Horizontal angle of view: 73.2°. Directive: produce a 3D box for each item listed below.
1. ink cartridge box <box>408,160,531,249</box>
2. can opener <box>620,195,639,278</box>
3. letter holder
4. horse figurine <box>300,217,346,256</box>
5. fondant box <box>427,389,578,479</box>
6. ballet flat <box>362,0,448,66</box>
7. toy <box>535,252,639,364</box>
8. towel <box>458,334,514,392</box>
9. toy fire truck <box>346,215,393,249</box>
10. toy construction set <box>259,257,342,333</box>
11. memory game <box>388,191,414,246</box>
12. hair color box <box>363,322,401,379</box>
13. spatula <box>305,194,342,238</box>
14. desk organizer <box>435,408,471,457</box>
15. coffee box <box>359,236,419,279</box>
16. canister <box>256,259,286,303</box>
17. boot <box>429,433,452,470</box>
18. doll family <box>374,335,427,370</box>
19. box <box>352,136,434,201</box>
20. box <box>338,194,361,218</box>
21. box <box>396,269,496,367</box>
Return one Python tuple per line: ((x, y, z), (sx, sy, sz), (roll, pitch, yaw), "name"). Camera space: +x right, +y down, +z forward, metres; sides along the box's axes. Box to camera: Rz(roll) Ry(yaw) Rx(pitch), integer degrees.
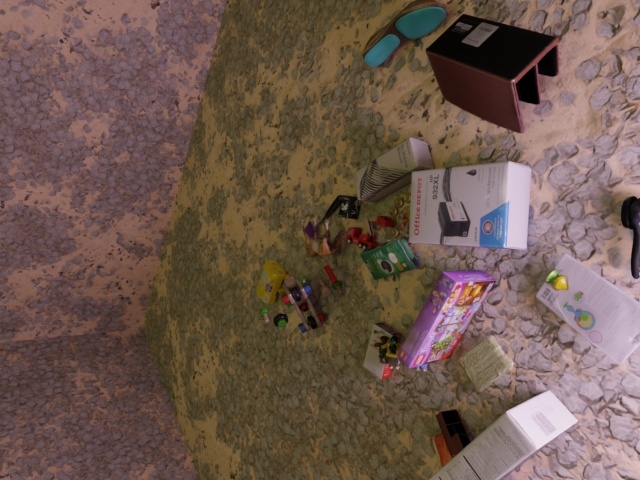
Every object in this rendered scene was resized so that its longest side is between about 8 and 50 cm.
((0.411, -0.093, 1.222), (0.308, 0.129, 0.223), (3, 91, 50), "ink cartridge box")
((0.704, -0.007, 0.937), (0.059, 0.073, 0.186), (-4, 87, 11), "can opener")
((0.471, -0.452, 1.179), (0.152, 0.214, 0.302), (-44, 48, 0), "letter holder")
((0.000, 0.000, 1.719), (0.263, 0.066, 0.174), (11, 111, 52), "horse figurine")
((0.442, 0.525, 1.066), (0.096, 0.238, 0.330), (54, 127, 35), "fondant box")
((0.277, -0.723, 1.454), (0.342, 0.116, 0.124), (-21, 53, 52), "ballet flat")
((0.636, 0.151, 0.998), (0.237, 0.056, 0.136), (50, 128, 45), "toy")
((0.463, 0.346, 1.215), (0.148, 0.027, 0.110), (-56, 48, 33), "towel")
((0.173, -0.036, 1.558), (0.192, 0.047, 0.135), (24, 110, 51), "toy fire truck")
((-0.070, 0.190, 1.743), (0.309, 0.257, 0.237), (-44, 41, 15), "toy construction set")
((0.296, -0.071, 1.449), (0.186, 0.012, 0.186), (-3, 86, 50), "memory game")
((0.213, 0.380, 1.492), (0.093, 0.053, 0.167), (26, 109, 48), "hair color box")
((0.008, -0.089, 1.781), (0.296, 0.030, 0.084), (-47, 52, 38), "spatula")
((0.386, 0.554, 1.246), (0.050, 0.047, 0.130), (-56, 27, 28), "desk organizer")
((0.231, 0.062, 1.463), (0.184, 0.040, 0.113), (-25, 99, 47), "coffee box")
((-0.236, 0.197, 2.025), (0.126, 0.073, 0.169), (45, 122, 42), "canister")
((0.389, 0.647, 1.266), (0.085, 0.059, 0.157), (-42, 56, 35), "boot")
((0.269, 0.355, 1.391), (0.193, 0.076, 0.111), (1, 95, 8), "doll family")
((0.240, -0.232, 1.461), (0.275, 0.094, 0.113), (-29, 66, 46), "box")
((0.112, -0.127, 1.634), (0.052, 0.062, 0.083), (20, 104, 50), "box")
((0.355, 0.220, 1.217), (0.057, 0.201, 0.293), (43, 121, 43), "box")
